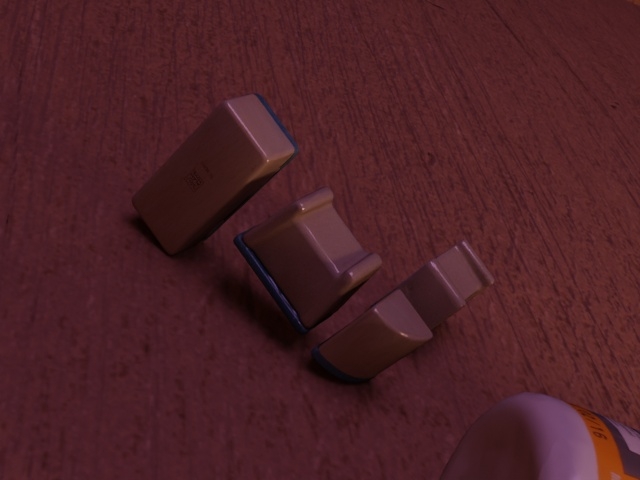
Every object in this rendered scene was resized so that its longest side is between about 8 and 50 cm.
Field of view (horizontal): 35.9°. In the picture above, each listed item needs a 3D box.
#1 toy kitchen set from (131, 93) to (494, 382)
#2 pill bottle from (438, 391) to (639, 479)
[{"bbox_3d":[0.000,0.000,0.735,0.207,0.122,0.166,55,35,5],"label":"toy kitchen set"},{"bbox_3d":[0.200,0.197,0.514,0.278,0.162,0.162,21,31,-10],"label":"pill bottle"}]
